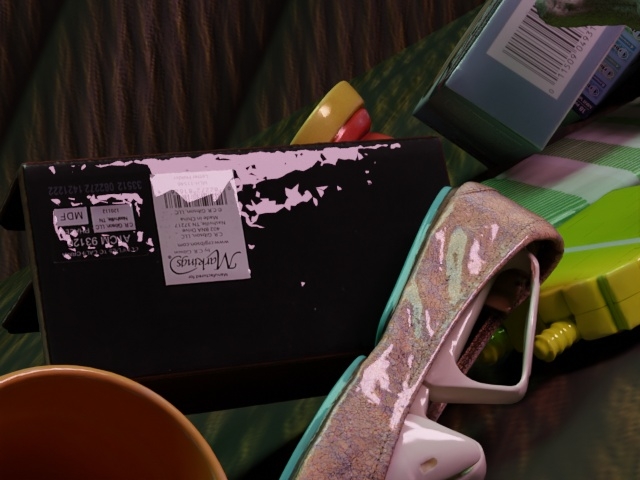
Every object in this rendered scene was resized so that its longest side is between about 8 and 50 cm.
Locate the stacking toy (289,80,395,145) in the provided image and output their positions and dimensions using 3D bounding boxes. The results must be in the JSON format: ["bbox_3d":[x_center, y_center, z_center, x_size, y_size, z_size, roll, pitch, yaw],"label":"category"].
[{"bbox_3d":[0.000,0.000,1.625,0.279,0.130,0.309,-55,-5,-1],"label":"stacking toy"}]

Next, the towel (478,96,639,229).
[{"bbox_3d":[0.237,-0.053,1.455,0.325,0.038,0.248,-29,12,-9],"label":"towel"}]

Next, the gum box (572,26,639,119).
[{"bbox_3d":[0.359,-0.233,1.743,0.157,0.041,0.184,-39,-12,-40],"label":"gum box"}]

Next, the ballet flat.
[{"bbox_3d":[0.067,0.094,0.979,0.316,0.106,0.107,-60,-18,-26],"label":"ballet flat"}]

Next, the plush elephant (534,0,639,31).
[{"bbox_3d":[0.275,-0.180,1.066,0.255,0.271,0.330,-21,16,-35],"label":"plush elephant"}]

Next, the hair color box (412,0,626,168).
[{"bbox_3d":[0.199,-0.185,1.592,0.185,0.114,0.374,-56,1,-1],"label":"hair color box"}]

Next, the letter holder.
[{"bbox_3d":[-0.074,0.039,1.140,0.302,0.152,0.214,-5,-15,-22],"label":"letter holder"}]

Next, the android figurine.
[{"bbox_3d":[0.223,0.011,1.139,0.273,0.056,0.248,-34,13,-33],"label":"android figurine"}]

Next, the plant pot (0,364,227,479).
[{"bbox_3d":[-0.179,0.202,0.966,0.205,0.205,0.188,-37,-1,-37],"label":"plant pot"}]
